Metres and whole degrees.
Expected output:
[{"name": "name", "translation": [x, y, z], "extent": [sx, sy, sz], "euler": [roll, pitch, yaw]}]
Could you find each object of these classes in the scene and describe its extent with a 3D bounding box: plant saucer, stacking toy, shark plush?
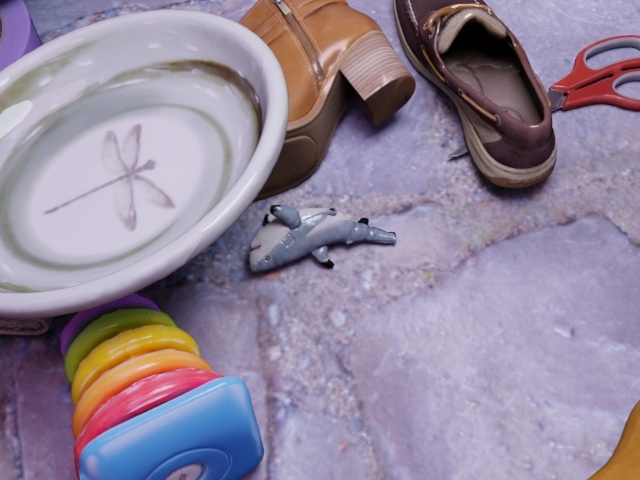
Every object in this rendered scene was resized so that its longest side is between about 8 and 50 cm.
[{"name": "plant saucer", "translation": [-0.213, -0.069, 0.925], "extent": [0.400, 0.101, 0.401], "euler": [-10, 49, 11]}, {"name": "stacking toy", "translation": [-0.191, 0.112, 0.902], "extent": [0.165, 0.175, 0.302], "euler": [-24, 54, -14]}, {"name": "shark plush", "translation": [0.000, 0.000, 1.013], "extent": [0.161, 0.073, 0.067], "euler": [0, 82, -22]}]

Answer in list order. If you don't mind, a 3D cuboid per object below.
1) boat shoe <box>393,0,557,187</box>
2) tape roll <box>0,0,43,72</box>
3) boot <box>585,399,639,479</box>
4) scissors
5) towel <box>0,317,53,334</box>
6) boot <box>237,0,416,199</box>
[{"name": "boat shoe", "translation": [0.176, -0.224, 1.056], "extent": [0.123, 0.123, 0.342], "euler": [-17, 59, -3]}, {"name": "tape roll", "translation": [-0.431, -0.221, 1.099], "extent": [0.188, 0.080, 0.189], "euler": [0, 63, 0]}, {"name": "boot", "translation": [0.209, 0.259, 0.834], "extent": [0.211, 0.104, 0.295], "euler": [12, 68, 6]}, {"name": "scissors", "translation": [0.275, -0.175, 1.100], "extent": [0.297, 0.021, 0.109], "euler": [-16, 66, -6]}, {"name": "towel", "translation": [-0.406, 0.007, 0.983], "extent": [0.282, 0.049, 0.187], "euler": [4, 52, 2]}, {"name": "boot", "translation": [-0.057, -0.186, 1.066], "extent": [0.283, 0.109, 0.220], "euler": [-35, 60, -4]}]
